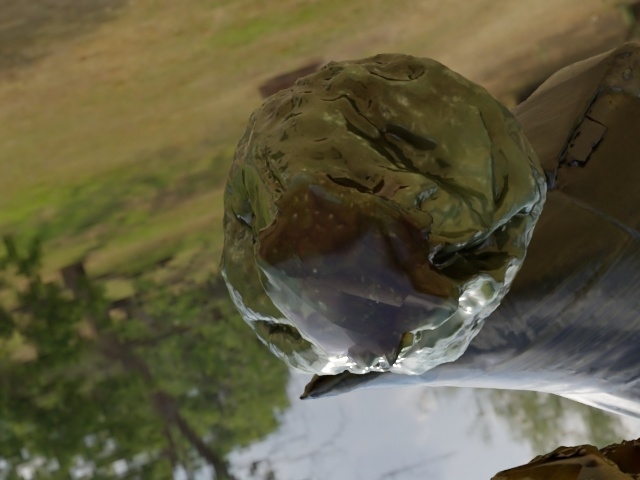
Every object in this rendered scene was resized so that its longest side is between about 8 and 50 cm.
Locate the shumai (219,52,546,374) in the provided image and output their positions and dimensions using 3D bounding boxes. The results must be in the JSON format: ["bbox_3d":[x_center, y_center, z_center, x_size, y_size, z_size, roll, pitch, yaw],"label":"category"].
[{"bbox_3d":[0.000,0.000,1.043,0.222,0.225,0.261,-21,174,-46],"label":"shumai"}]

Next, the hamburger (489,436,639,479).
[{"bbox_3d":[0.167,0.220,0.972,0.130,0.206,0.183,18,162,-24],"label":"hamburger"}]

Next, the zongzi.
[{"bbox_3d":[0.223,0.111,1.310,0.432,0.403,0.208,-47,-163,-27],"label":"zongzi"}]
